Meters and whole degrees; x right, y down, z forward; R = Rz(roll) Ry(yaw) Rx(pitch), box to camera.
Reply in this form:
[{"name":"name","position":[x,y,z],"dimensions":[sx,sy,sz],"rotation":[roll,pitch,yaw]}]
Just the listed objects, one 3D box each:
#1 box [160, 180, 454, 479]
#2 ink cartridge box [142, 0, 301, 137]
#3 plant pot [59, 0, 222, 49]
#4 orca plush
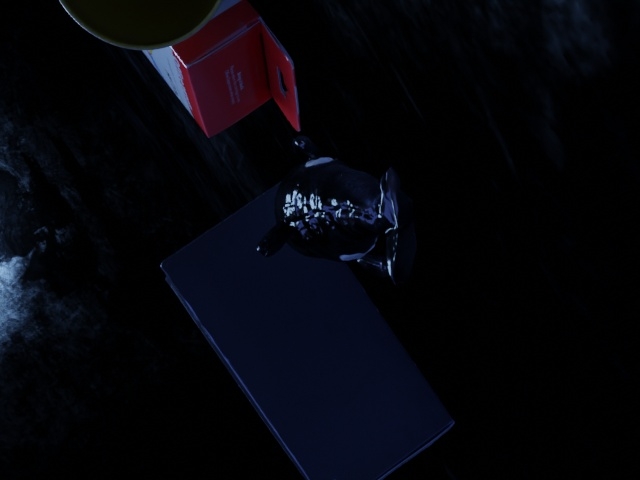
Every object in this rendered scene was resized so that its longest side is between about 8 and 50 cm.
[{"name":"box","position":[-0.032,0.129,1.170],"dimensions":[0.343,0.179,0.312],"rotation":[55,171,-1]},{"name":"ink cartridge box","position":[-0.114,-0.187,0.815],"dimensions":[0.231,0.078,0.134],"rotation":[52,170,17]},{"name":"plant pot","position":[-0.122,-0.214,0.682],"dimensions":[0.134,0.134,0.095],"rotation":[58,-165,-13]},{"name":"orca plush","position":[0.000,0.000,0.813],"dimensions":[0.151,0.102,0.287],"rotation":[59,169,-23]}]
